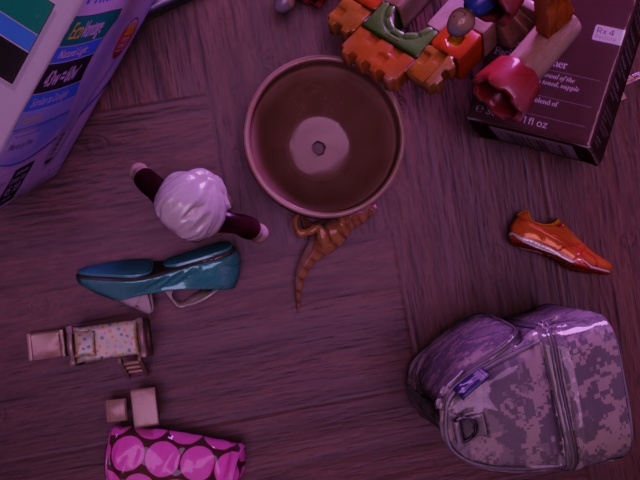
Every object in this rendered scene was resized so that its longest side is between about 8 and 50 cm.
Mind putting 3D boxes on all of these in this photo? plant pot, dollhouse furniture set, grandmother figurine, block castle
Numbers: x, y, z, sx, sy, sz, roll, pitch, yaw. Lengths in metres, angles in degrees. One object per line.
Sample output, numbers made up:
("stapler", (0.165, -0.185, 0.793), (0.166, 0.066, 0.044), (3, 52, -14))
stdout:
("plant pot", (0.003, -0.147, 1.406), (0.237, 0.110, 0.237), (0, 86, -5))
("dollhouse furniture set", (-0.338, 0.204, 1.391), (0.181, 0.101, 0.161), (-8, 84, -4))
("grandmother figurine", (-0.168, -0.043, 1.285), (0.207, 0.342, 0.104), (15, 91, -4))
("block castle", (0.104, -0.357, 1.247), (0.453, 0.303, 0.213), (36, 79, 27))

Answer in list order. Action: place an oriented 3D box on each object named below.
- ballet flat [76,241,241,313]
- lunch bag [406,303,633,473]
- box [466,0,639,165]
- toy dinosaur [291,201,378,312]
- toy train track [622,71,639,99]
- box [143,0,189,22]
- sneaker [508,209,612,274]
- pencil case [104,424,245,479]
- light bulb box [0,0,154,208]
("ballet flat", (-0.239, 0.066, 1.418), (0.247, 0.083, 0.087), (-10, 107, -2))
("lunch bag", (0.266, 0.214, 1.347), (0.256, 0.305, 0.213), (-13, 92, -5))
("box", (0.371, -0.321, 1.389), (0.191, 0.143, 0.382), (17, 89, 23))
("toy dinosaur", (0.000, 0.000, 1.440), (0.112, 0.064, 0.211), (44, 89, -6))
("toy train track", (0.481, -0.250, 1.493), (0.083, 0.014, 0.048), (-25, 86, -9))
("box", (-0.280, -0.423, 1.405), (0.232, 0.059, 0.183), (-27, 95, -3))
("sneaker", (0.380, 0.005, 1.470), (0.175, 0.064, 0.067), (26, 80, -7))
("pencil case", (-0.218, 0.339, 1.419), (0.209, 0.098, 0.095), (6, 134, -2))
("light bulb box", (-0.407, -0.253, 1.214), (0.225, 0.358, 0.361), (33, 107, -5))
